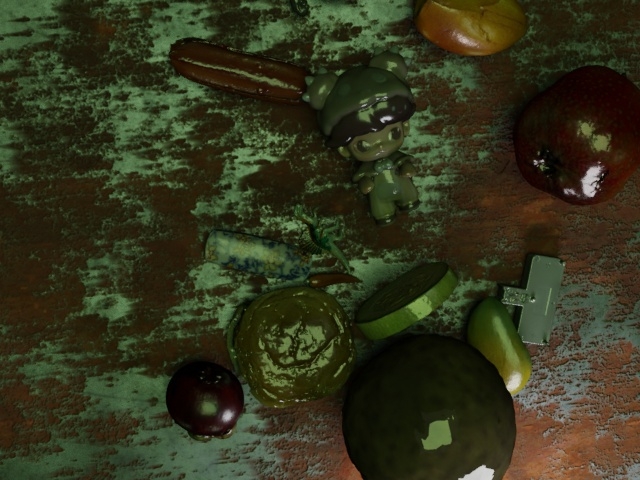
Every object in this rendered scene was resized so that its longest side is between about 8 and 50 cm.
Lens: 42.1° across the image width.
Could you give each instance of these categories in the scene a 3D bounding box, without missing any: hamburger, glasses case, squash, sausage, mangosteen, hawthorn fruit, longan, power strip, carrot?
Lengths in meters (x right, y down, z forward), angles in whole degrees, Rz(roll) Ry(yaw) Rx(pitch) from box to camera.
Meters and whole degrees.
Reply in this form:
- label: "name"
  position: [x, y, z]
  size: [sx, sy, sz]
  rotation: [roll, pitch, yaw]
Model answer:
- label: "hamburger"
  position: [-0.064, 0.243, 1.895]
  size: [0.284, 0.134, 0.266]
  rotation: [-18, 100, -7]
- label: "glasses case"
  position: [-0.140, 0.034, 1.894]
  size: [0.247, 0.065, 0.087]
  rotation: [15, 99, -12]
- label: "squash"
  position: [0.192, 0.126, 1.856]
  size: [0.252, 0.252, 0.049]
  rotation: [-35, 99, -2]
- label: "sausage"
  position: [-0.172, -0.366, 1.831]
  size: [0.330, 0.102, 0.102]
  rotation: [13, 95, -10]
- label: "mangosteen"
  position: [-0.260, 0.371, 1.875]
  size: [0.199, 0.200, 0.200]
  rotation: [-1, 96, -7]
- label: "hawthorn fruit"
  position: [0.605, -0.262, 1.876]
  size: [0.284, 0.284, 0.369]
  rotation: [40, 68, -10]
- label: "longan"
  position: [0.240, 0.408, 1.850]
  size: [0.390, 0.391, 0.392]
  rotation: [-1, 96, -7]
- label: "power strip"
  position: [0.497, 0.138, 1.993]
  size: [0.145, 0.061, 0.216]
  rotation: [9, 94, -9]
- label: "carrot"
  position: [0.026, 0.091, 1.930]
  size: [0.142, 0.035, 0.035]
  rotation: [-3, 97, -28]

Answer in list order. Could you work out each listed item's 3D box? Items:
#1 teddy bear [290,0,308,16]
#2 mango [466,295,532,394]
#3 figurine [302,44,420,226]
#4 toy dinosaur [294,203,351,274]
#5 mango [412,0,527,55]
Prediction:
- label: "teddy bear"
  position: [-0.003, -0.581, 1.810]
  size: [0.250, 0.144, 0.171]
  rotation: [-11, 112, -3]
- label: "mango"
  position: [0.414, 0.255, 1.974]
  size: [0.137, 0.091, 0.238]
  rotation: [-26, 90, 22]
- label: "figurine"
  position: [0.122, -0.226, 1.847]
  size: [0.248, 0.203, 0.381]
  rotation: [-19, 110, 2]
- label: "toy dinosaur"
  position: [0.000, 0.000, 1.927]
  size: [0.106, 0.044, 0.188]
  rotation: [-11, 111, 7]
- label: "mango"
  position: [0.342, -0.501, 1.867]
  size: [0.256, 0.138, 0.187]
  rotation: [25, 74, -13]
